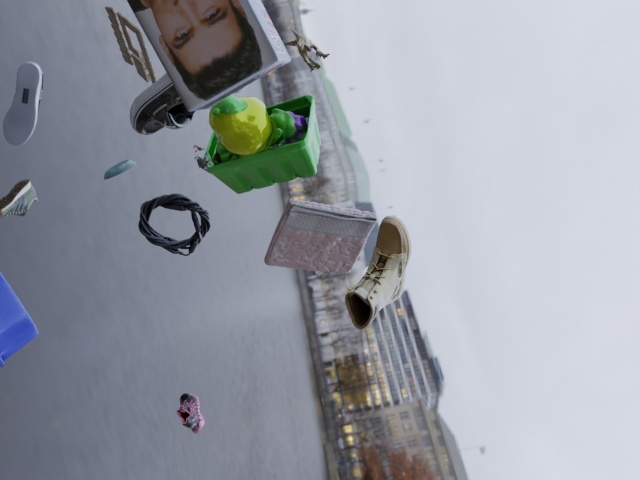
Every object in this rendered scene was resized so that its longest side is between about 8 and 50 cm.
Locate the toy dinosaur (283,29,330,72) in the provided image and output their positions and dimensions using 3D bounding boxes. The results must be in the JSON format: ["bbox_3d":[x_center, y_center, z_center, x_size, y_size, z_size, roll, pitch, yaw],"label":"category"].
[{"bbox_3d":[-0.032,-0.406,1.299,0.092,0.053,0.183,44,3,-20],"label":"toy dinosaur"}]

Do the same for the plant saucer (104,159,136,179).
[{"bbox_3d":[-0.673,-0.241,2.067,0.119,0.119,0.021,-107,172,-69],"label":"plant saucer"}]

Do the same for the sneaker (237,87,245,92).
[{"bbox_3d":[-0.182,-0.407,1.492,0.061,0.053,0.152,119,-10,-61],"label":"sneaker"}]

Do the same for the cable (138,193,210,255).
[{"bbox_3d":[-0.371,-0.046,1.575,0.184,0.150,0.047,36,11,-30],"label":"cable"}]

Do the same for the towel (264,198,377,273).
[{"bbox_3d":[0.000,0.000,2.172,0.317,0.331,0.053,116,-25,-44],"label":"towel"}]

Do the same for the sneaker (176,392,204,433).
[{"bbox_3d":[-0.313,0.396,1.447,0.057,0.047,0.119,32,9,-37],"label":"sneaker"}]

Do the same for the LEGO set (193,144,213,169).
[{"bbox_3d":[-0.301,-0.202,1.554,0.023,0.054,0.083,-59,141,-30],"label":"LEGO set"}]

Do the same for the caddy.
[{"bbox_3d":[-0.972,0.206,1.769,0.241,0.179,0.341,-7,-66,55],"label":"caddy"}]

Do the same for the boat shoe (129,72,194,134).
[{"bbox_3d":[-0.394,-0.350,1.626,0.335,0.121,0.119,-30,-101,42],"label":"boat shoe"}]

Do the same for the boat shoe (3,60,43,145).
[{"bbox_3d":[-0.799,-0.371,1.679,0.076,0.080,0.229,-121,-137,-74],"label":"boat shoe"}]

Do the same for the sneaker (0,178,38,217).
[{"bbox_3d":[-0.961,-0.104,1.950,0.192,0.064,0.086,-65,150,-43],"label":"sneaker"}]

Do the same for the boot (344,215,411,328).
[{"bbox_3d":[0.147,0.084,1.619,0.203,0.095,0.262,-35,136,-47],"label":"boot"}]

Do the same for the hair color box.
[{"bbox_3d":[-0.225,-0.432,1.057,0.374,0.185,0.113,62,14,-10],"label":"hair color box"}]

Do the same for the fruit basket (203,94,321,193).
[{"bbox_3d":[-0.206,-0.337,1.894,0.392,0.392,0.283,81,12,-47],"label":"fruit basket"}]

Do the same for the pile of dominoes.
[{"bbox_3d":[-0.567,-0.603,1.905,0.196,0.040,0.251,42,-22,21],"label":"pile of dominoes"}]
